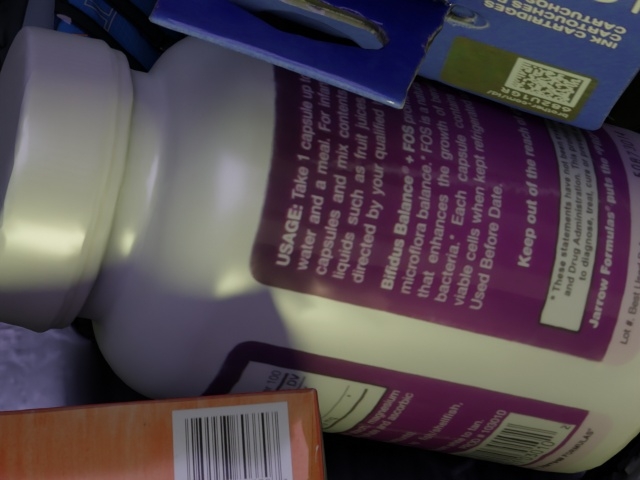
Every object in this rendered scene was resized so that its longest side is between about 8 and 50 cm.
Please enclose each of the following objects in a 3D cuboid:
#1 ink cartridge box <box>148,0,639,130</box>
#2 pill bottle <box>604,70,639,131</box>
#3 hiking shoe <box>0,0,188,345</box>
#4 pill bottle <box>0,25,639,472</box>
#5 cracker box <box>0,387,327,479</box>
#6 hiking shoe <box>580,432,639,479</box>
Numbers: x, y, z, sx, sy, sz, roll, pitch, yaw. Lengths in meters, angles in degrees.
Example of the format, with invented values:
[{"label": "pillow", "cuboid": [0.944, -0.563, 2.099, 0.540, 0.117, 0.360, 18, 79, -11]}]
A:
[{"label": "ink cartridge box", "cuboid": [0.046, -0.226, 0.681, 0.270, 0.151, 0.395, 20, 73, 1]}, {"label": "pill bottle", "cuboid": [0.107, -0.163, 0.862, 0.123, 0.123, 0.219, -37, 58, -13]}, {"label": "hiking shoe", "cuboid": [-0.106, -0.096, 0.855, 0.132, 0.113, 0.304, -11, 75, -16]}, {"label": "pill bottle", "cuboid": [0.000, 0.000, 0.732, 0.301, 0.169, 0.169, 13, 67, -19]}, {"label": "cracker box", "cuboid": [-0.072, 0.131, 0.695, 0.155, 0.232, 0.067, -4, 67, -1]}, {"label": "hiking shoe", "cuboid": [0.159, 0.165, 0.769, 0.114, 0.086, 0.227, 43, 80, 2]}]
